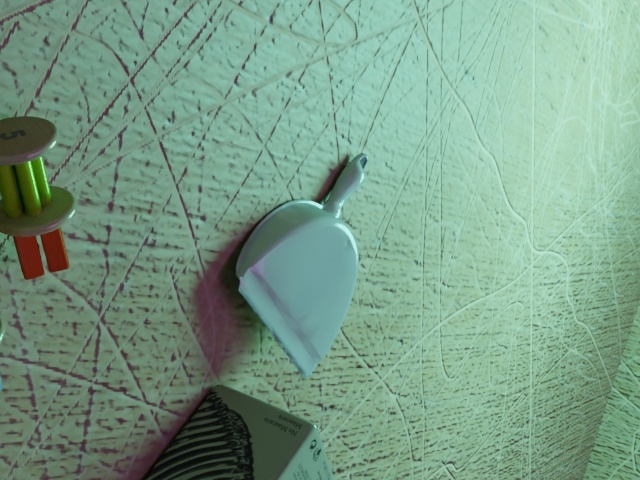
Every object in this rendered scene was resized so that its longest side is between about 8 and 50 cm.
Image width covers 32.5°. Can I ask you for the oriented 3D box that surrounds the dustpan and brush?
[{"bbox_3d":[0.000,0.000,1.003,0.211,0.060,0.147,-52,134,-22],"label":"dustpan and brush"}]

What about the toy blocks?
[{"bbox_3d":[-0.194,0.016,0.657,0.123,0.054,0.148,-41,139,-43],"label":"toy blocks"}]

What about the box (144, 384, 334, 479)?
[{"bbox_3d":[-0.108,0.259,0.894,0.275,0.113,0.094,-53,146,-33],"label":"box"}]
